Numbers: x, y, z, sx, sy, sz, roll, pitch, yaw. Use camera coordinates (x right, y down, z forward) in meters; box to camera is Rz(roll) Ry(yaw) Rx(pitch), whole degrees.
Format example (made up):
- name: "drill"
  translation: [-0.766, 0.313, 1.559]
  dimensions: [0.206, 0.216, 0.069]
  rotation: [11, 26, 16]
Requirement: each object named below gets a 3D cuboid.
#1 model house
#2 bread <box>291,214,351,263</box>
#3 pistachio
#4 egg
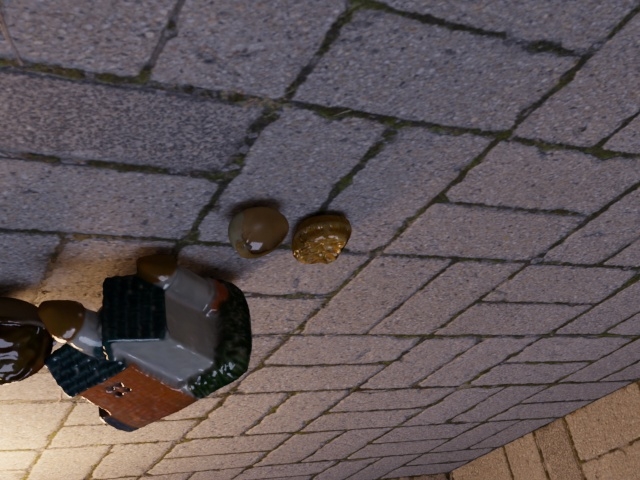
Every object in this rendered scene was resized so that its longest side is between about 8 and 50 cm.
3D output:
- name: "model house"
  translation: [-0.289, 0.124, 1.243]
  dimensions: [0.272, 0.190, 0.301]
  rotation: [-28, 139, 23]
- name: "bread"
  translation: [0.000, 0.000, 1.243]
  dimensions: [0.083, 0.044, 0.110]
  rotation: [-3, 154, -16]
- name: "pistachio"
  translation: [-0.496, 0.149, 1.228]
  dimensions: [0.210, 0.130, 0.165]
  rotation: [3, 154, -12]
- name: "egg"
  translation: [-0.085, -0.013, 1.154]
  dimensions: [0.083, 0.071, 0.071]
  rotation: [-20, 155, -14]
